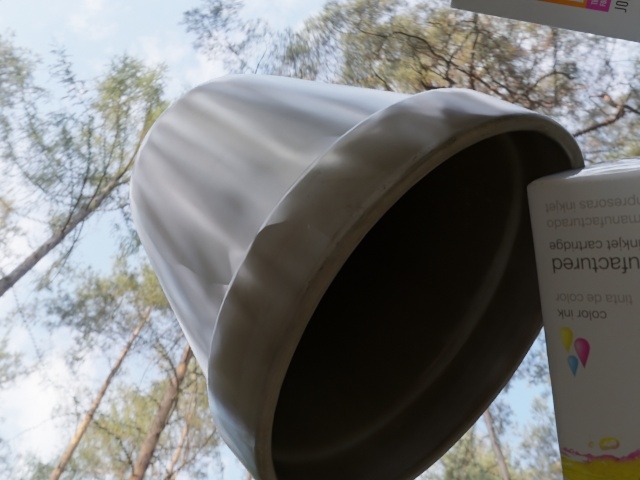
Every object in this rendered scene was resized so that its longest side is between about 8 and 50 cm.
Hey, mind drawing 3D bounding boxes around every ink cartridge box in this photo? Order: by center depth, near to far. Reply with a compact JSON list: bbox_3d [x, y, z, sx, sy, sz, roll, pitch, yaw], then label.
[{"bbox_3d":[0.261,0.098,0.420,0.226,0.131,0.306,-3,-84,44],"label":"ink cartridge box"}]

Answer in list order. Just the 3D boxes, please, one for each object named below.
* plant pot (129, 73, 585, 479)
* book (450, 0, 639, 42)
[{"bbox_3d":[0.000,0.000,0.587,0.323,0.280,0.323,-27,-44,-30],"label":"plant pot"},{"bbox_3d":[0.157,-0.178,0.445,0.144,0.035,0.096,16,-49,19],"label":"book"}]
